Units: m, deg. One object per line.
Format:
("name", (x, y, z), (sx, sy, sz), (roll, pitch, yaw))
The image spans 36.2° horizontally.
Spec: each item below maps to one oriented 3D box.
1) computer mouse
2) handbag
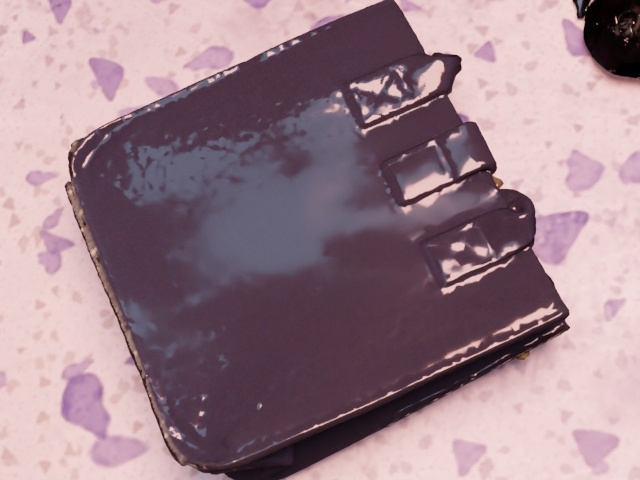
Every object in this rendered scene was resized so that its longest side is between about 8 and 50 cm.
("computer mouse", (0.309, -0.240, 0.826), (0.146, 0.077, 0.242), (31, 79, 15))
("handbag", (0.000, 0.000, 0.776), (0.329, 0.122, 0.303), (-26, 69, 1))
